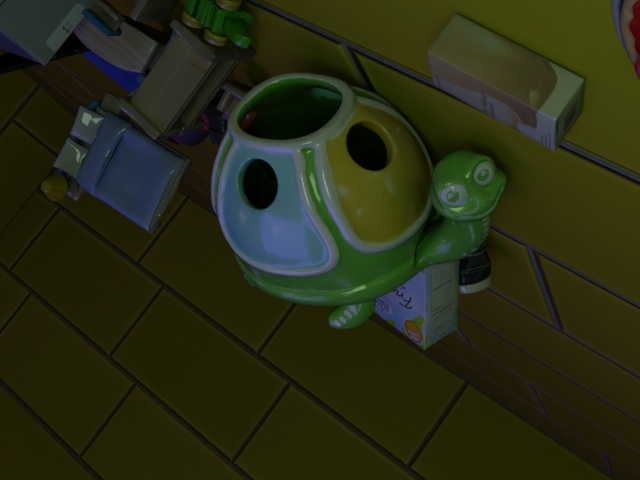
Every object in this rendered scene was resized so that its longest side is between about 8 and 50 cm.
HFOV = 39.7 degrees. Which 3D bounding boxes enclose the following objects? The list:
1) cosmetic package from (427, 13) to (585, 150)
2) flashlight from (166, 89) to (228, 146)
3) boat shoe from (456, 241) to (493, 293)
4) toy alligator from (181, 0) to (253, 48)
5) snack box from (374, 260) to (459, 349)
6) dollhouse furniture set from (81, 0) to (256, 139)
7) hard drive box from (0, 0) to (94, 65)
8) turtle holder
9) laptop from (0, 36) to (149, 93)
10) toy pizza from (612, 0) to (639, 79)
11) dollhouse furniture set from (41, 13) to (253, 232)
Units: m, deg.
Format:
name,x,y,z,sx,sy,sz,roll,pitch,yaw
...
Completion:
name,x,y,z,sx,sy,sz,roll,pitch,yaw
cosmetic package,0.142,-0.122,0.683,0.115,0.041,0.060,33,172,23
flashlight,-0.188,-0.195,1.482,0.103,0.103,0.304,42,171,-30
boat shoe,0.158,-0.005,1.254,0.233,0.084,0.079,34,146,55
toy alligator,-0.132,-0.274,0.992,0.190,0.056,0.051,41,-142,21
snack box,0.104,0.016,1.192,0.174,0.070,0.207,34,142,43
dollhouse furniture set,-0.201,-0.237,1.076,0.184,0.129,0.129,43,-158,6
hard drive box,-0.379,-0.340,1.177,0.089,0.181,0.232,42,172,-36
turtle holder,0.018,-0.047,0.967,0.320,0.243,0.227,42,161,44
laptop,-0.495,-0.293,1.826,0.382,0.408,0.236,22,130,60
toy pizza,0.245,-0.085,0.481,0.201,0.032,0.201,36,172,6
dollhouse furniture set,-0.261,-0.134,1.255,0.286,0.303,0.198,34,-168,20
